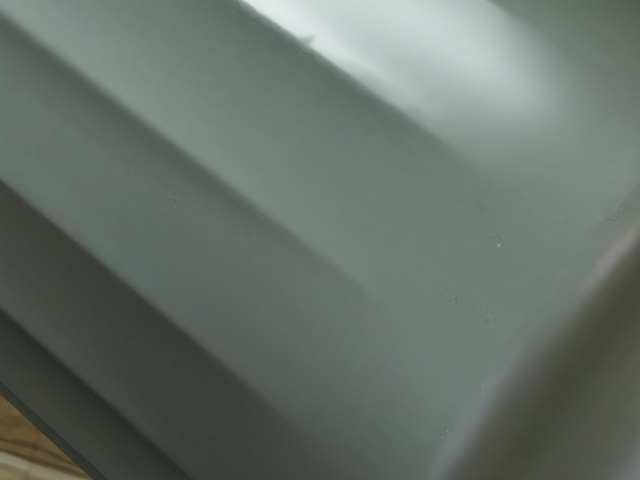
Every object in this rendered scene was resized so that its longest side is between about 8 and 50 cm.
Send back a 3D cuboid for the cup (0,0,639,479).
[{"bbox_3d":[0.000,0.000,0.565,0.327,0.237,0.323,37,154,24],"label":"cup"}]
